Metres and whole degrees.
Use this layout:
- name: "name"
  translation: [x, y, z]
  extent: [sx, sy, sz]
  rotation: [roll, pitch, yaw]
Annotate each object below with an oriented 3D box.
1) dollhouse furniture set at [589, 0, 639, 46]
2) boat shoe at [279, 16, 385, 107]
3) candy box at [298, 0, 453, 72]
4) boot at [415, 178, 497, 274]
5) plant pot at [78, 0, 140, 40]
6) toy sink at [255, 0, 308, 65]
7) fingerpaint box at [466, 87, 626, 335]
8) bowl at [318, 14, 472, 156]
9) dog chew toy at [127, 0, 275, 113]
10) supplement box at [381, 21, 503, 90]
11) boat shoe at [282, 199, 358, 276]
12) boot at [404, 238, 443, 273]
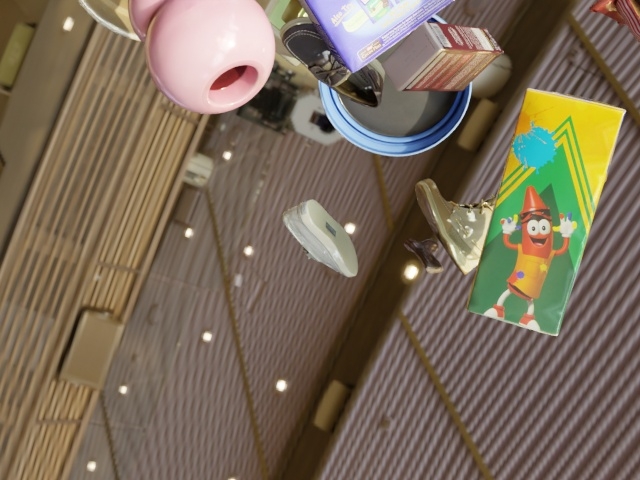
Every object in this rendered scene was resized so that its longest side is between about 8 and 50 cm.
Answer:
- name: "dollhouse furniture set"
  translation: [0.618, -0.305, 1.332]
  extent: [0.152, 0.374, 0.201]
  rotation: [-41, -119, 36]
- name: "boat shoe"
  translation: [0.035, -0.354, 1.699]
  extent: [0.102, 0.285, 0.092]
  rotation: [-28, -124, 31]
- name: "candy box"
  translation: [0.068, -0.512, 1.503]
  extent: [0.268, 0.317, 0.122]
  rotation: [-35, -153, -1]
- name: "boot"
  translation: [0.344, -0.072, 1.880]
  extent: [0.203, 0.262, 0.095]
  rotation: [-33, -153, 2]
- name: "plant pot"
  translation: [-0.330, -0.607, 1.663]
  extent: [0.334, 0.333, 0.305]
  rotation: [-52, -150, 23]
- name: "toy sink"
  translation: [-0.059, -0.505, 1.912]
  extent: [0.131, 0.234, 0.153]
  rotation: [28, -93, 45]
- name: "fingerpaint box"
  translation: [0.410, -0.075, 1.506]
  extent: [0.163, 0.445, 0.371]
  rotation: [16, -77, 14]
- name: "bowl"
  translation: [0.190, -0.409, 2.148]
  extent: [0.391, 0.391, 0.077]
  rotation: [-48, -171, 27]
- name: "dog chew toy"
  translation: [-0.213, -0.363, 1.353]
  extent: [0.206, 0.206, 0.332]
  rotation: [-47, -117, 29]
- name: "supplement box"
  translation: [0.248, -0.367, 1.696]
  extent: [0.130, 0.239, 0.073]
  rotation: [-42, -111, 37]
- name: "boat shoe"
  translation: [0.000, 0.001, 1.715]
  extent: [0.081, 0.227, 0.079]
  rotation: [-13, -132, 28]
- name: "boot"
  translation: [0.258, 0.040, 1.936]
  extent: [0.114, 0.106, 0.037]
  rotation: [49, -54, 46]
